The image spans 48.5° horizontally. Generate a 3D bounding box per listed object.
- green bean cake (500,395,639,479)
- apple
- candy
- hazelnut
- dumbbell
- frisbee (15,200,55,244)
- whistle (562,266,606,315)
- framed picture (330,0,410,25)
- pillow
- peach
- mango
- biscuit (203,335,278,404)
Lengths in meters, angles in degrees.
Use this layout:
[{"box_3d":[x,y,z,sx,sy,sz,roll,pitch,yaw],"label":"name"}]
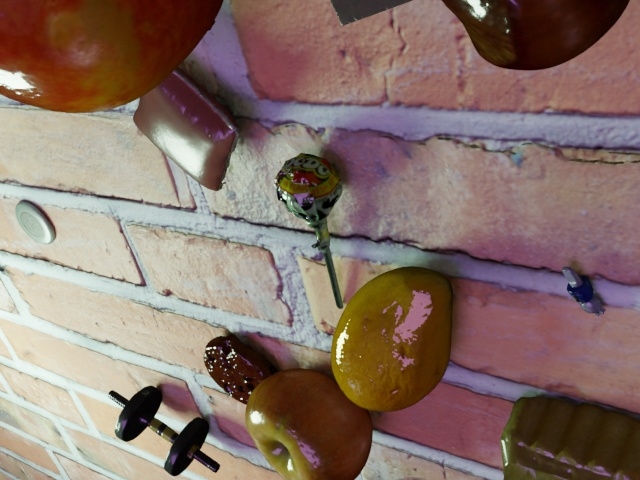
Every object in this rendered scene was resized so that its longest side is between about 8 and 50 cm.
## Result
[{"box_3d":[0.375,0.353,1.010,0.233,0.124,0.236,10,130,32],"label":"green bean cake"},{"box_3d":[-0.016,0.331,1.269,0.235,0.173,0.210,47,145,7],"label":"apple"},{"box_3d":[0.000,0.000,1.049,0.091,0.083,0.305,15,141,26],"label":"candy"},{"box_3d":[0.179,-0.255,0.609,0.178,0.178,0.203,-39,67,49],"label":"hazelnut"},{"box_3d":[-0.369,0.443,1.661,0.326,0.143,0.143,29,138,15],"label":"dumbbell"},{"box_3d":[-0.620,-0.036,1.538,0.110,0.014,0.110,21,135,23],"label":"frisbee"},{"box_3d":[0.320,0.063,0.874,0.083,0.029,0.033,51,155,-21],"label":"whistle"},{"box_3d":[0.065,-0.312,0.749,0.169,0.023,0.127,-7,120,42],"label":"framed picture"},{"box_3d":[-0.192,-0.173,1.033,0.179,0.075,0.171,41,145,5],"label":"pillow"},{"box_3d":[-0.271,-0.320,0.759,0.389,0.388,0.388,21,136,23],"label":"peach"},{"box_3d":[0.107,0.149,1.049,0.177,0.119,0.316,37,135,18],"label":"mango"},{"box_3d":[-0.153,0.262,1.408,0.192,0.049,0.192,26,144,21],"label":"biscuit"}]
